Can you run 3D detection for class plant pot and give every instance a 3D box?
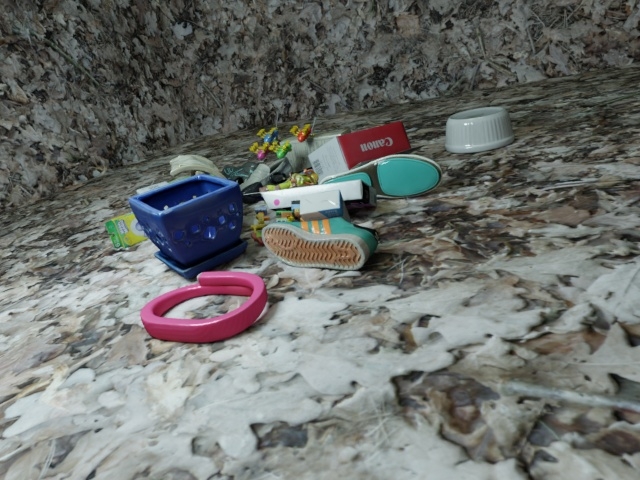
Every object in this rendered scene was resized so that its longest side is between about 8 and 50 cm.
[{"bbox_3d":[-0.345,-0.039,1.268,0.236,0.212,0.236,-27,30,-32],"label":"plant pot"}]

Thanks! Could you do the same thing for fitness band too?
[{"bbox_3d":[-0.248,0.137,1.005,0.290,0.054,0.209,-3,24,27],"label":"fitness band"}]

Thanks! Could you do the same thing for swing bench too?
[{"bbox_3d":[-0.373,-0.151,1.518,0.165,0.255,0.253,-17,22,-12],"label":"swing bench"}]

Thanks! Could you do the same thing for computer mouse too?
[{"bbox_3d":[-0.213,-0.205,1.804,0.041,0.071,0.242,15,39,39],"label":"computer mouse"}]

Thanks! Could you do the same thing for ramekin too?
[{"bbox_3d":[0.623,-0.442,1.852,0.272,0.127,0.273,-11,22,5],"label":"ramekin"}]

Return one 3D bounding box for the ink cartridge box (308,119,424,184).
[{"bbox_3d":[0.163,-0.321,1.668,0.309,0.130,0.272,-21,1,-32],"label":"ink cartridge box"}]

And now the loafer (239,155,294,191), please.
[{"bbox_3d":[-0.238,-0.252,1.888,0.112,0.112,0.319,6,28,40],"label":"loafer"}]

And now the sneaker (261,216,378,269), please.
[{"bbox_3d":[0.000,0.000,1.148,0.302,0.108,0.121,10,28,30],"label":"sneaker"}]

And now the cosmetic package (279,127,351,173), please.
[{"bbox_3d":[-0.011,-0.392,2.059,0.296,0.153,0.129,-1,24,24],"label":"cosmetic package"}]

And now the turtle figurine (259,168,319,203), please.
[{"bbox_3d":[-0.095,-0.188,1.582,0.217,0.087,0.269,-21,-7,8],"label":"turtle figurine"}]

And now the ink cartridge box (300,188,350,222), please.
[{"bbox_3d":[0.021,-0.051,1.230,0.104,0.181,0.062,-8,58,12],"label":"ink cartridge box"}]

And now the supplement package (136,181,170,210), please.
[{"bbox_3d":[-0.526,-0.091,1.558,0.105,0.179,0.105,-22,23,-23],"label":"supplement package"}]

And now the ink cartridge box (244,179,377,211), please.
[{"bbox_3d":[-0.028,-0.122,1.417,0.370,0.069,0.175,-2,-4,21],"label":"ink cartridge box"}]

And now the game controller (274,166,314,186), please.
[{"bbox_3d":[-0.072,-0.242,1.832,0.166,0.067,0.319,2,25,34],"label":"game controller"}]

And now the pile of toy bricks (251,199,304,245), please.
[{"bbox_3d":[-0.092,-0.036,1.313,0.212,0.118,0.105,-3,60,-3],"label":"pile of toy bricks"}]

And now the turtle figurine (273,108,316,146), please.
[{"bbox_3d":[-0.134,-0.502,2.290,0.275,0.197,0.266,-50,37,16],"label":"turtle figurine"}]

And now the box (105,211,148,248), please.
[{"bbox_3d":[-0.637,-0.048,1.616,0.179,0.105,0.043,-27,25,-31],"label":"box"}]

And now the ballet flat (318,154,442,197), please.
[{"bbox_3d":[0.189,-0.197,1.505,0.400,0.139,0.139,-9,21,20],"label":"ballet flat"}]

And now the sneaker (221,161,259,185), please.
[{"bbox_3d":[-0.365,-0.265,2.010,0.267,0.101,0.106,-10,45,46],"label":"sneaker"}]

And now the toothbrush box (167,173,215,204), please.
[{"bbox_3d":[-0.546,-0.154,1.807,0.206,0.122,0.283,0,24,29],"label":"toothbrush box"}]

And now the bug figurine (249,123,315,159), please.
[{"bbox_3d":[-0.168,-0.417,1.975,0.279,0.072,0.216,7,48,37],"label":"bug figurine"}]
